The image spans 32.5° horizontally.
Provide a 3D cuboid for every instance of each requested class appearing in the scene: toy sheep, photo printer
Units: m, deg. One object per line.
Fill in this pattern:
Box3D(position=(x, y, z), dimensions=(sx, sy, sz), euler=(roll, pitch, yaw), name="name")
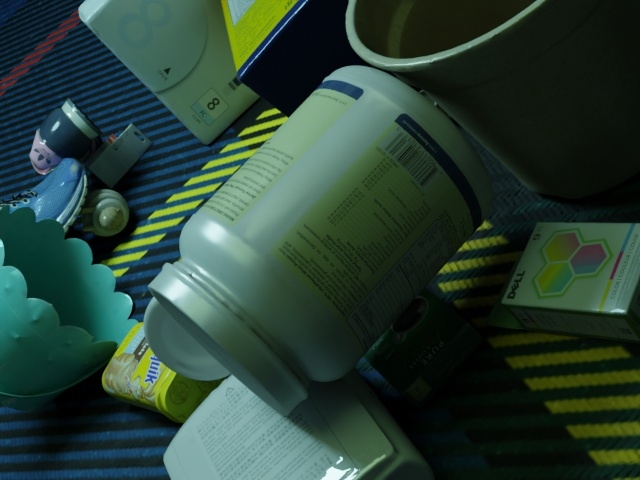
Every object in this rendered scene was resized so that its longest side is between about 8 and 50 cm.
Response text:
Box3D(position=(-0.373, -0.048, 1.884), dimensions=(0.091, 0.091, 0.132), euler=(-45, 30, -1), name="toy sheep")
Box3D(position=(-0.040, 0.247, 1.224), dimensions=(0.256, 0.107, 0.307), euler=(-43, 34, 0), name="photo printer")

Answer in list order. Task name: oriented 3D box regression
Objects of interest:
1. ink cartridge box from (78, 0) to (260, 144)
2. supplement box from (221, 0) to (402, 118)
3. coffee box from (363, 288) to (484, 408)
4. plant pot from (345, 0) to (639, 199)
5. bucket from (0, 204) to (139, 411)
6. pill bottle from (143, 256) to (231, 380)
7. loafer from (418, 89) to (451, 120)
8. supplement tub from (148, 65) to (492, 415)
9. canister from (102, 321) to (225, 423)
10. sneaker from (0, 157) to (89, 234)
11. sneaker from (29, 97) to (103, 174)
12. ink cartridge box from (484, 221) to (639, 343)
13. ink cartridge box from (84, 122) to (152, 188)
Box3D(position=(-0.158, -0.395, 1.828), dimensions=(0.385, 0.308, 0.091), euler=(-42, 34, 3), name="ink cartridge box")
Box3D(position=(-0.008, -0.328, 1.659), dimensions=(0.194, 0.195, 0.356), euler=(-45, 29, 19), name="supplement box")
Box3D(position=(0.098, 0.107, 1.287), dimensions=(0.113, 0.040, 0.184), euler=(-47, 34, -3), name="coffee box")
Box3D(position=(0.251, -0.222, 1.240), dimensions=(0.334, 0.305, 0.334), euler=(-27, 39, 24), name="plant pot")
Box3D(position=(-0.433, 0.107, 1.636), dimensions=(0.183, 0.281, 0.281), euler=(-44, 34, 12), name="bucket")
Box3D(position=(-0.125, 0.059, 1.420), dimensions=(0.136, 0.136, 0.246), euler=(-26, 19, 25), name="pill bottle")
Box3D(position=(0.071, -0.130, 1.503), dimensions=(0.251, 0.087, 0.094), euler=(-39, 34, -6), name="loafer")
Box3D(position=(0.000, 0.000, 1.168), dimensions=(0.325, 0.235, 0.235), euler=(-47, 35, -12), name="supplement tub")
Box3D(position=(-0.213, 0.177, 1.503), dimensions=(0.170, 0.073, 0.126), euler=(4, 56, 49), name="canister")
Box3D(position=(-0.518, -0.027, 1.802), dimensions=(0.330, 0.147, 0.130), euler=(-48, 24, -20), name="sneaker")
Box3D(position=(-0.476, -0.176, 2.007), dimensions=(0.131, 0.112, 0.319), euler=(-45, 4, -8), name="sneaker")
Box3D(position=(0.264, 0.041, 1.169), dimensions=(0.209, 0.062, 0.109), euler=(3, 57, 47), name="ink cartridge box")
Box3D(position=(-0.371, -0.159, 2.014), dimensions=(0.115, 0.063, 0.029), euler=(-48, 37, -6), name="ink cartridge box")
